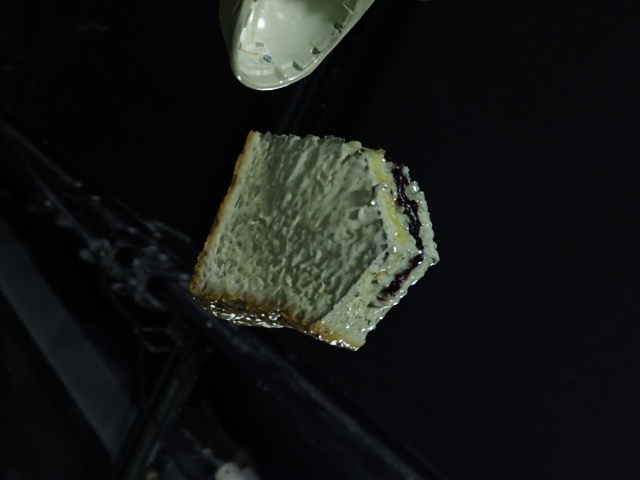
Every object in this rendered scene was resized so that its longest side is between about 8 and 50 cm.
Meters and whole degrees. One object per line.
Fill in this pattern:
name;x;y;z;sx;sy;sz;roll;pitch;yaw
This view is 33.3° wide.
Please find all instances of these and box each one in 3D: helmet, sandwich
helmet;-0.049;-0.344;1.458;0.257;0.204;0.137;-44;-121;11
sandwich;0.000;0.000;1.408;0.325;0.131;0.262;9;-106;43
